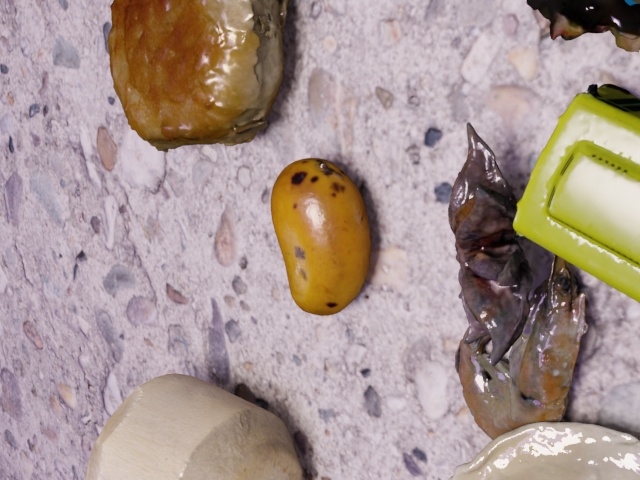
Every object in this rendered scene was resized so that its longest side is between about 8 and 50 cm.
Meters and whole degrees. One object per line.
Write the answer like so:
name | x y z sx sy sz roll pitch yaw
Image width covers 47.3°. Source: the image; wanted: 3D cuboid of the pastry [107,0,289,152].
pastry | -0.139 -0.223 0.828 0.257 0.121 0.235 0 97 41

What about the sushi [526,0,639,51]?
sushi | 0.243 -0.236 0.473 0.225 0.219 0.238 34 87 3

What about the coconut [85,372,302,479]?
coconut | -0.168 0.292 0.902 0.266 0.237 0.237 18 112 35

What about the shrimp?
shrimp | 0.186 0.097 0.693 0.126 0.047 0.223 28 119 42

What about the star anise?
star anise | 0.145 -0.001 0.631 0.061 0.204 0.180 -6 121 8

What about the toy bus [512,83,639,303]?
toy bus | 0.276 -0.010 0.521 0.262 0.150 0.128 34 119 28

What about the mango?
mango | 0.002 -0.001 0.786 0.115 0.090 0.178 5 108 48

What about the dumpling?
dumpling | 0.215 0.253 0.653 0.252 0.131 0.179 -43 68 33
